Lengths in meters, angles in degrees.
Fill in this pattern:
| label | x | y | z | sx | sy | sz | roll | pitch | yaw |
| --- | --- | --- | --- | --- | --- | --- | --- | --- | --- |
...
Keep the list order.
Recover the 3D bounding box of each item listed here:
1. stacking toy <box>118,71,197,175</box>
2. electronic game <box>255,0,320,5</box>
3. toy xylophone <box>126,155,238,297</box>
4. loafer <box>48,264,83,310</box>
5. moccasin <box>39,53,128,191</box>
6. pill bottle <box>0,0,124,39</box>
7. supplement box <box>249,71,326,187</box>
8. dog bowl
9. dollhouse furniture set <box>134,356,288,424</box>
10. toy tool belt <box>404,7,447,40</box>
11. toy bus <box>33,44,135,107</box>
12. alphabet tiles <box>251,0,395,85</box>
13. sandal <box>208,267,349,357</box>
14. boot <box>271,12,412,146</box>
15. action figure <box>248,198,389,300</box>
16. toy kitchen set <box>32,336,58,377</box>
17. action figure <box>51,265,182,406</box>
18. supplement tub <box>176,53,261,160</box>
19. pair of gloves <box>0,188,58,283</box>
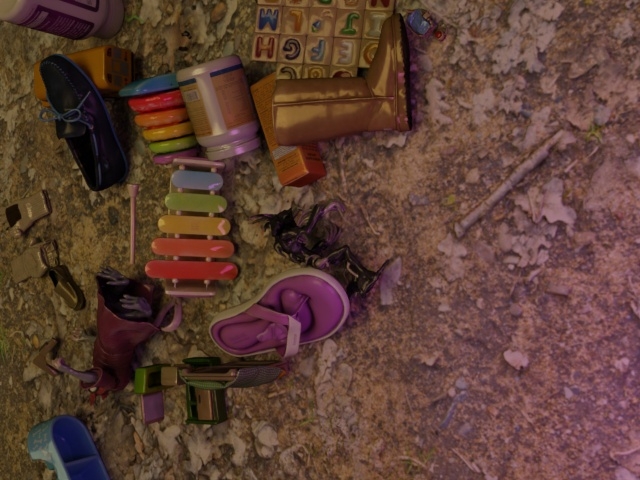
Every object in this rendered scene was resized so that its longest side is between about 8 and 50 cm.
| label | x | y | z | sx | sy | sz | roll | pitch | yaw |
| --- | --- | --- | --- | --- | --- | --- | --- | --- | --- |
| stacking toy | -0.340 | -0.230 | 1.628 | 0.166 | 0.175 | 0.302 | 16 | 120 | 60 |
| electronic game | -0.044 | -0.563 | 1.474 | 0.229 | 0.048 | 0.229 | -2 | 84 | 26 |
| toy xylophone | -0.314 | -0.029 | 1.580 | 0.081 | 0.236 | 0.323 | -159 | 65 | -74 |
| loafer | -0.693 | 0.131 | 1.900 | 0.056 | 0.050 | 0.148 | -49 | 67 | 23 |
| moccasin | -0.575 | -0.275 | 1.688 | 0.137 | 0.117 | 0.342 | -4 | 122 | 36 |
| pill bottle | -0.630 | -0.581 | 1.693 | 0.169 | 0.301 | 0.169 | 1 | 91 | 32 |
| supplement box | -0.069 | -0.233 | 1.482 | 0.080 | 0.078 | 0.233 | -26 | 78 | 30 |
| dog bowl | -0.642 | 0.586 | 1.820 | 0.074 | 0.166 | 0.297 | -37 | 72 | 16 |
| dollhouse furniture set | -0.230 | 0.340 | 1.526 | 0.301 | 0.197 | 0.151 | -7 | 86 | 33 |
| toy tool belt | 0.195 | -0.408 | 1.326 | 0.083 | 0.051 | 0.052 | 47 | 114 | 22 |
| toy bus | -0.614 | -0.410 | 1.789 | 0.332 | 0.130 | 0.108 | -1 | 91 | 32 |
| alphabet tiles | 0.006 | -0.467 | 1.413 | 0.285 | 0.011 | 0.342 | 8 | 94 | 13 |
| sandal | -0.095 | 0.182 | 1.442 | 0.169 | 0.102 | 0.416 | 43 | 137 | -15 |
| boot | 0.037 | -0.309 | 1.362 | 0.269 | 0.089 | 0.236 | -1 | 92 | 15 |
| action figure | 0.000 | 0.000 | 1.393 | 0.275 | 0.164 | 0.141 | 35 | 75 | 7 |
| toy kitchen set | -0.746 | 0.321 | 1.955 | 0.083 | 0.075 | 0.068 | -53 | 19 | -13 |
| action figure | -0.500 | 0.255 | 1.744 | 0.275 | 0.248 | 0.370 | 11 | 116 | -11 |
| supplement tub | -0.213 | -0.285 | 1.508 | 0.144 | 0.144 | 0.200 | -6 | 109 | 32 |
| pair of gloves | -0.830 | -0.007 | 1.989 | 0.204 | 0.042 | 0.240 | -15 | 84 | 31 |
